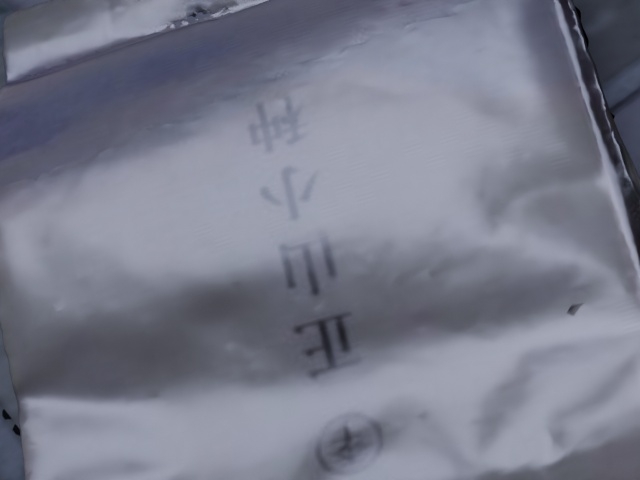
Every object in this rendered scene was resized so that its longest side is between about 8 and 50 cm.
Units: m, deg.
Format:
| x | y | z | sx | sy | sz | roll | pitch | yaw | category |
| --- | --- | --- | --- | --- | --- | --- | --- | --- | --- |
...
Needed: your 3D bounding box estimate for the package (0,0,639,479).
| x | y | z | sx | sy | sz | roll | pitch | yaw | category |
| --- | --- | --- | --- | --- | --- | --- | --- | --- | --- |
| 0.000 | 0.000 | 0.483 | 0.203 | 0.062 | 0.251 | -15 | 56 | 8 | package |
